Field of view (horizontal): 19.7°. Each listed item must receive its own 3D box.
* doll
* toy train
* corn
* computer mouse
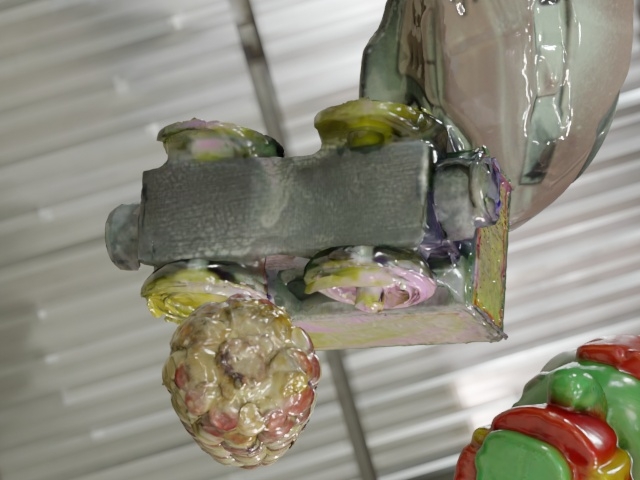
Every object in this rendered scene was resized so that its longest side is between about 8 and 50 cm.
[{"bbox_3d":[0.222,0.163,1.396,0.363,0.160,0.183,-18,116,-66],"label":"doll"},{"bbox_3d":[0.000,0.000,1.186,0.177,0.260,0.134,44,47,-57],"label":"toy train"},{"bbox_3d":[-0.038,0.081,0.942,0.237,0.079,0.080,94,-20,-75],"label":"corn"},{"bbox_3d":[0.145,-0.149,1.321,0.115,0.199,0.389,50,-36,46],"label":"computer mouse"}]
